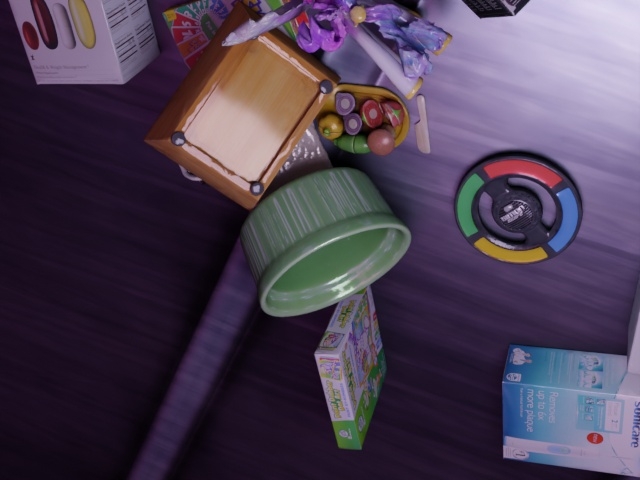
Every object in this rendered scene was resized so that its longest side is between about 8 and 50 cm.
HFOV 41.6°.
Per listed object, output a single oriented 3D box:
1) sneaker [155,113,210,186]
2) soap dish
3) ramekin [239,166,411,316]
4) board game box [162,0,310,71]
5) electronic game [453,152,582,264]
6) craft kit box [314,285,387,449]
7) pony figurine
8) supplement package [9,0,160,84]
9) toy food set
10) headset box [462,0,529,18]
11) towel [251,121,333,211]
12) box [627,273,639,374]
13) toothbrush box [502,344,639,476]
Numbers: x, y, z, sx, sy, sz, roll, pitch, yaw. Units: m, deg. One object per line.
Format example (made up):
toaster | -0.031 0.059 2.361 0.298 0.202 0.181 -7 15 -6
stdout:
sneaker | -0.177 -0.151 1.625 0.321 0.127 0.126 27 126 0
soap dish | -0.124 -0.224 1.442 0.229 0.118 0.291 34 92 -22
ramekin | 0.000 0.000 1.551 0.303 0.303 0.148 -45 61 37
board game box | -0.149 -0.389 1.512 0.259 0.039 0.124 -11 119 24
electronic game | 0.356 -0.054 1.530 0.229 0.048 0.229 11 126 15
craft kit box | 0.068 0.249 1.722 0.061 0.246 0.250 0 123 22
pony figurine | 0.023 -0.372 1.277 0.363 0.351 0.303 38 105 -9
supplement package | -0.430 -0.406 1.535 0.194 0.149 0.203 3 124 20
toy food set | 0.086 -0.206 1.517 0.218 0.071 0.128 8 125 16
headset box | 0.194 -0.457 1.183 0.283 0.246 0.131 42 100 -9
towel | -0.097 -0.188 1.549 0.187 0.049 0.282 -27 109 -12
box | 0.654 0.149 1.506 0.182 0.119 0.181 8 125 17
toothbrush box | 0.519 0.339 1.684 0.295 0.126 0.216 4 123 17
